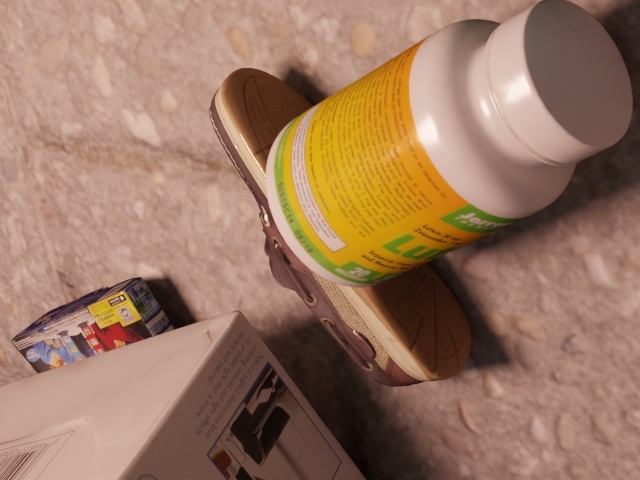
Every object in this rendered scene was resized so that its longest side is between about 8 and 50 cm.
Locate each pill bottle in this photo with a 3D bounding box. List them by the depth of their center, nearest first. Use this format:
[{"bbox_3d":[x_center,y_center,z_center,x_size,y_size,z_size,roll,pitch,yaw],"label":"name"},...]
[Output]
[{"bbox_3d":[0.086,-0.066,1.036,0.245,0.136,0.136,-27,98,46],"label":"pill bottle"}]

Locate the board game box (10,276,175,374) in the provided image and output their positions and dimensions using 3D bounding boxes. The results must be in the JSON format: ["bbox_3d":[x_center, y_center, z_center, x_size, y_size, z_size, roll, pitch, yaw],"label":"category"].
[{"bbox_3d":[-0.172,0.138,1.444,0.194,0.060,0.194,-22,104,45],"label":"board game box"}]

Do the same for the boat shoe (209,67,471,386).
[{"bbox_3d":[0.000,0.000,1.180,0.092,0.103,0.285,-32,100,42],"label":"boat shoe"}]

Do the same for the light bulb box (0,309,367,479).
[{"bbox_3d":[-0.137,0.295,1.336,0.358,0.225,0.361,-19,115,40],"label":"light bulb box"}]
